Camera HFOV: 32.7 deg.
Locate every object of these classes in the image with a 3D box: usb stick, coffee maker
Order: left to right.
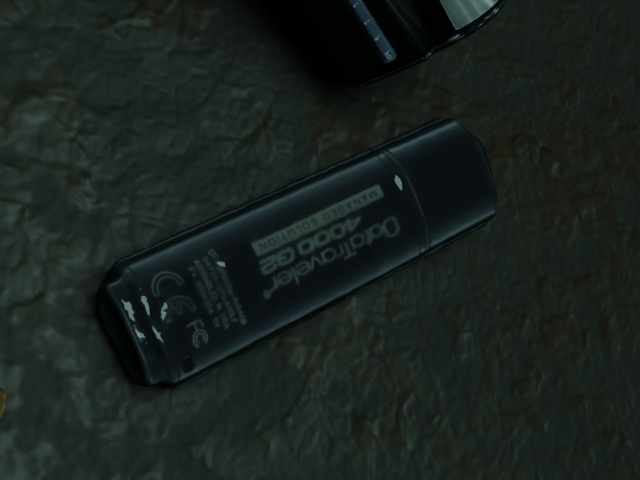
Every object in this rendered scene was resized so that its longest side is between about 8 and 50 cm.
[{"bbox_3d":[0.000,0.000,0.638,0.278,0.045,0.077,-26,96,-34],"label":"usb stick"},{"bbox_3d":[0.009,-0.194,0.657,0.120,0.171,0.178,-49,119,-26],"label":"coffee maker"}]

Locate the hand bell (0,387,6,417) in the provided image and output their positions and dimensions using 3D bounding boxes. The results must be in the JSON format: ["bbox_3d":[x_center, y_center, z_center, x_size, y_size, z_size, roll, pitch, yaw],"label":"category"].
[{"bbox_3d":[-0.246,0.038,0.461,0.242,0.126,0.126,25,62,-37],"label":"hand bell"}]
